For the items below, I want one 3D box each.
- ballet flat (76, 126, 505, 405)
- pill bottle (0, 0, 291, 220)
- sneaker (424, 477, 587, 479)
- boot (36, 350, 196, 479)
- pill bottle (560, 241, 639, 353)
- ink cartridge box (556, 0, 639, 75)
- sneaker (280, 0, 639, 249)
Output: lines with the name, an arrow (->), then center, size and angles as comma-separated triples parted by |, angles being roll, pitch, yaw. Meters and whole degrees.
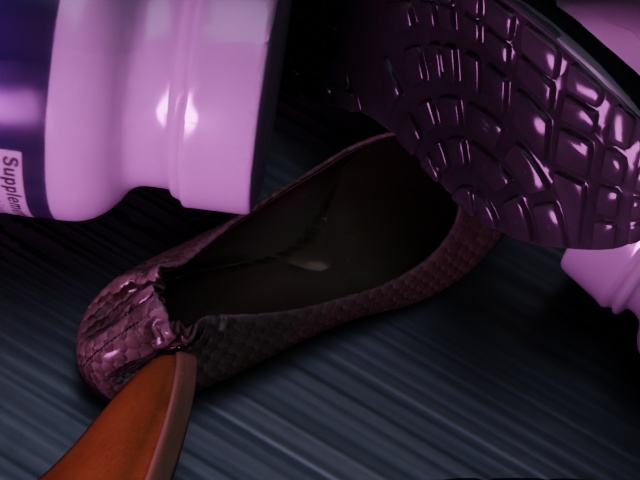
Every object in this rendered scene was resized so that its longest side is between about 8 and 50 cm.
ballet flat -> 0.000, 0.000, 0.781 | 0.250, 0.058, 0.084 | -26, 69, -22
pill bottle -> -0.149, -0.090, 0.740 | 0.265, 0.153, 0.153 | 8, 60, 0
sneaker -> 0.115, 0.176, 0.653 | 0.385, 0.147, 0.145 | -2, 16, 8
boot -> -0.184, 0.138, 0.645 | 0.211, 0.104, 0.295 | 21, 64, 2
pill bottle -> 0.218, 0.040, 0.764 | 0.208, 0.119, 0.119 | 40, 62, 13
ink cartridge box -> 0.169, -0.186, 0.912 | 0.115, 0.067, 0.198 | 23, 59, 3
sneaker -> 0.077, -0.098, 0.779 | 0.124, 0.107, 0.283 | -23, 41, -32
